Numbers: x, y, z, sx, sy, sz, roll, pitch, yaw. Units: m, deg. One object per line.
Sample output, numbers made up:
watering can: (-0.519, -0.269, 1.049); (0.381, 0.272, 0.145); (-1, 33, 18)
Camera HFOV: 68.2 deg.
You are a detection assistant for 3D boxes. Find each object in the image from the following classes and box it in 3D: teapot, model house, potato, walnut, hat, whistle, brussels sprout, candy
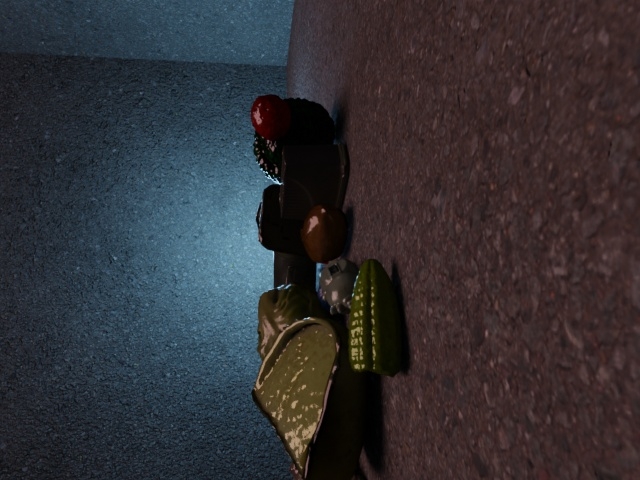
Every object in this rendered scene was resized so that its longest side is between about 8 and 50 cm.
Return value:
teapot: (-0.102, 0.148, 1.842); (0.270, 0.201, 0.336); (-83, -4, -58)
model house: (-0.137, -0.041, 1.602); (0.279, 0.205, 0.218); (153, 125, -65)
potato: (0.025, 0.328, 1.074); (0.330, 0.213, 0.280); (26, 92, 58)
walnut: (0.010, -0.015, 1.306); (0.245, 0.137, 0.137); (100, 167, -55)
hat: (-0.092, -0.324, 1.404); (0.332, 0.242, 0.274); (48, -124, -74)
whistle: (0.051, 0.103, 1.103); (0.253, 0.102, 0.105); (-119, 26, -69)
brussels sprout: (-0.067, 0.286, 1.421); (0.328, 0.247, 0.327); (161, 90, -85)
candy: (0.095, 0.133, 0.835); (0.096, 0.097, 0.209); (112, 159, -70)

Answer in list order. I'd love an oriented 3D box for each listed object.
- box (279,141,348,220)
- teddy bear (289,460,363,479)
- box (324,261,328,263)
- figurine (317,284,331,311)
box: (-0.027, -0.160, 1.381); (0.274, 0.178, 0.138); (100, 167, -49)
teddy bear: (0.015, 0.604, 1.172); (0.236, 0.151, 0.267); (-57, 6, 4)
box: (0.000, 0.000, 1.584); (0.152, 0.048, 0.100); (-121, 37, -59)
figurine: (0.033, 0.151, 1.375); (0.149, 0.086, 0.087); (-67, 2, -82)
